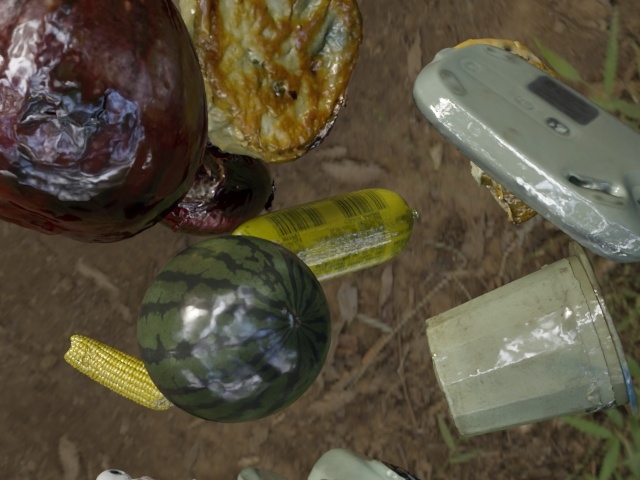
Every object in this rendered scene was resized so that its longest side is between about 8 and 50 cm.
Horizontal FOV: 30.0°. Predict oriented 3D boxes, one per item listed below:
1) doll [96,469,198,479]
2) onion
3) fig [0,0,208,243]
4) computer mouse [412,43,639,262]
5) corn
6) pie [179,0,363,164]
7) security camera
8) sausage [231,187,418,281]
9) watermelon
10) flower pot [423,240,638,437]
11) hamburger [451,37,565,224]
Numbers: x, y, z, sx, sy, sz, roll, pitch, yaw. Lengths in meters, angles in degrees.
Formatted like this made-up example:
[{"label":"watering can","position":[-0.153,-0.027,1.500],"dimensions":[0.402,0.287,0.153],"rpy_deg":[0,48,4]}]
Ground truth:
[{"label":"doll","position":[-0.246,0.393,1.746],"dimensions":[0.154,0.278,0.119],"rpy_deg":[12,92,22]},{"label":"onion","position":[-0.223,-0.123,1.942],"dimensions":[0.314,0.314,0.232],"rpy_deg":[33,116,-6]},{"label":"fig","position":[-0.160,-0.128,0.778],"dimensions":[0.204,0.186,0.249],"rpy_deg":[17,89,-12]},{"label":"computer mouse","position":[0.245,-0.093,1.296],"dimensions":[0.331,0.197,0.095],"rpy_deg":[41,132,20]},{"label":"corn","position":[-0.325,0.218,1.962],"dimensions":[0.206,0.067,0.067],"rpy_deg":[26,108,2]},{"label":"pie","position":[-0.065,-0.264,1.613],"dimensions":[0.315,0.092,0.315],"rpy_deg":[-4,96,-39]},{"label":"security camera","position":[0.036,0.231,1.031],"dimensions":[0.157,0.301,0.080],"rpy_deg":[32,89,25]},{"label":"sausage","position":[0.000,0.000,1.816],"dimensions":[0.347,0.123,0.123],"rpy_deg":[-15,110,-28]},{"label":"watermelon","position":[-0.094,0.097,1.290],"dimensions":[0.212,0.212,0.212],"rpy_deg":[1,108,4]},{"label":"flower pot","position":[0.235,0.128,1.370],"dimensions":[0.203,0.212,0.212],"rpy_deg":[-19,106,10]},{"label":"hamburger","position":[0.255,-0.156,1.578],"dimensions":[0.157,0.144,0.283],"rpy_deg":[-37,134,-7]}]
